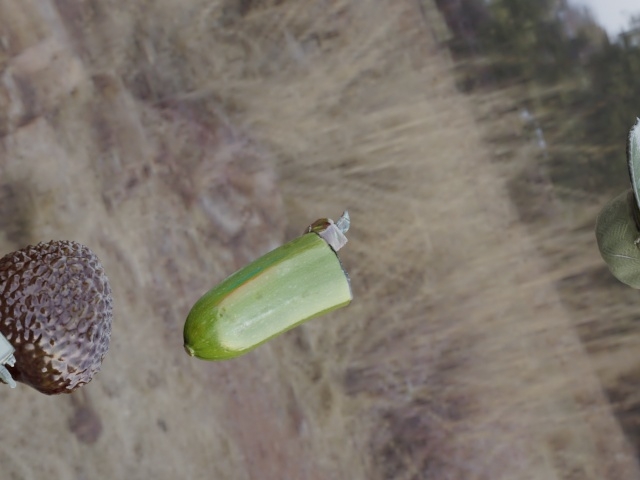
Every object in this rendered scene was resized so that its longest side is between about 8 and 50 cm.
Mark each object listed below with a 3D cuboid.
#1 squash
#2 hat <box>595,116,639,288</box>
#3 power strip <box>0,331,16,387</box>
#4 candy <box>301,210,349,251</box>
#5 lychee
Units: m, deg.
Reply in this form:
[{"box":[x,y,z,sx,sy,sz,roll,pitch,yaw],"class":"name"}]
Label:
[{"box":[-0.069,0.066,1.397,0.095,0.188,0.095,51,-23,32],"class":"squash"},{"box":[0.369,-0.005,1.449,0.252,0.110,0.252,32,44,-37],"class":"hat"},{"box":[-0.369,0.076,1.303,0.191,0.047,0.030,49,-14,5],"class":"power strip"},{"box":[0.000,0.000,1.618,0.046,0.053,0.182,64,22,-6],"class":"candy"},{"box":[-0.339,0.093,1.545,0.194,0.194,0.195,-16,90,-77],"class":"lychee"}]
